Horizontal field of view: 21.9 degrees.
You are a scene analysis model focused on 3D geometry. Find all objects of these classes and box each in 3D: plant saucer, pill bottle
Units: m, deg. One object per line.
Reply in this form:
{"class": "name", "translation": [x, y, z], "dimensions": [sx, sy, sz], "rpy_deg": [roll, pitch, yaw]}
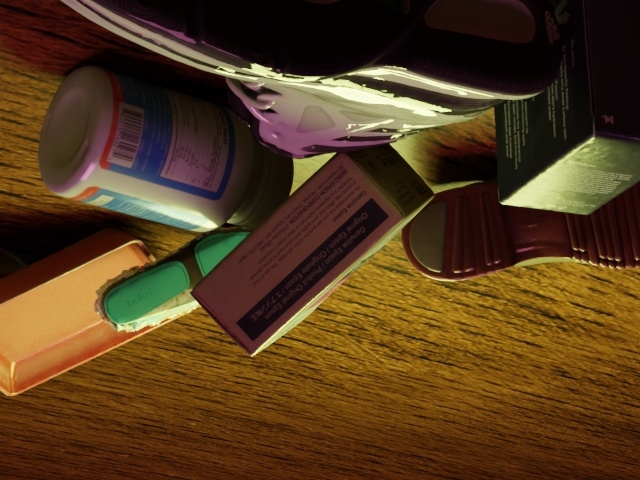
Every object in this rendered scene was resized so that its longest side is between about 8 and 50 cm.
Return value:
{"class": "plant saucer", "translation": [-0.304, 0.080, 1.962], "dimensions": [0.258, 0.048, 0.259], "rpy_deg": [-26, 158, 0]}
{"class": "pill bottle", "translation": [-0.140, -0.077, 1.544], "dimensions": [0.221, 0.124, 0.124], "rpy_deg": [16, 154, -35]}

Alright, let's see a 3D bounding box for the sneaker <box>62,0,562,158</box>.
{"class": "sneaker", "translation": [-0.055, -0.147, 1.294], "dimensions": [0.447, 0.169, 0.257], "rpy_deg": [11, 155, -32]}

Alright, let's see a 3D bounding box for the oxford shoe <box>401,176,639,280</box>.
{"class": "oxford shoe", "translation": [0.260, -0.034, 1.722], "dimensions": [0.348, 0.123, 0.130], "rpy_deg": [-4, -175, 8]}

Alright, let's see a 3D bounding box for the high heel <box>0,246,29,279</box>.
{"class": "high heel", "translation": [-0.387, 0.005, 1.854], "dimensions": [0.117, 0.082, 0.244], "rpy_deg": [-17, 153, -14]}

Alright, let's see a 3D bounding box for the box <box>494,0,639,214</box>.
{"class": "box", "translation": [0.220, -0.122, 1.375], "dimensions": [0.093, 0.156, 0.158], "rpy_deg": [8, 158, -21]}

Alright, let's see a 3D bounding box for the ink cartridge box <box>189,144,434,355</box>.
{"class": "ink cartridge box", "translation": [0.000, 0.000, 1.557], "dimensions": [0.193, 0.088, 0.234], "rpy_deg": [-44, 177, 13]}

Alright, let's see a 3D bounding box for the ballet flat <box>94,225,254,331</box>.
{"class": "ballet flat", "translation": [-0.143, 0.036, 1.888], "dimensions": [0.240, 0.091, 0.077], "rpy_deg": [-16, -173, -5]}
